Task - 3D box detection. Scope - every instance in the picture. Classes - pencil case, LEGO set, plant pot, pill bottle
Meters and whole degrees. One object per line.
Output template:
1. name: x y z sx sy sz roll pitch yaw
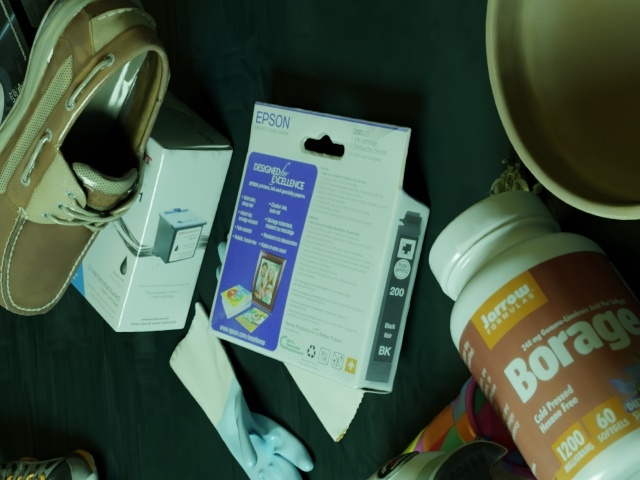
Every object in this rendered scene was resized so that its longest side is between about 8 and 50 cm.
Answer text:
1. pencil case: 0.093 0.191 1.231 0.236 0.104 0.104 -53 53 41
2. LEGO set: 0.144 -0.045 1.207 0.054 0.023 0.083 47 127 40
3. plant pot: 0.221 -0.133 1.033 0.237 0.109 0.237 5 96 53
4. pill bottle: 0.162 0.074 1.112 0.216 0.121 0.121 59 134 31

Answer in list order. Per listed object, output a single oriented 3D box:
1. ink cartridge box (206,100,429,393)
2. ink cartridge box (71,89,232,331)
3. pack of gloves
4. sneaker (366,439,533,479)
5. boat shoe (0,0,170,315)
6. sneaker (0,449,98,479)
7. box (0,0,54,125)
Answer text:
1. ink cartridge box: 0.000 0.000 1.370 0.206 0.045 0.208 16 96 50
2. ink cartridge box: -0.168 -0.031 1.565 0.139 0.082 0.191 40 123 44
3. pack of gloves: -0.063 0.113 1.468 0.232 0.046 0.195 50 130 38
4. sneaker: 0.126 0.289 1.140 0.146 0.122 0.331 -17 98 56
5. boat shoe: -0.219 -0.063 1.468 0.116 0.123 0.324 44 125 39
6. sneaker: -0.300 0.266 1.753 0.215 0.083 0.084 -14 80 50
7. box: -0.312 -0.152 1.706 0.147 0.077 0.180 -37 69 32
